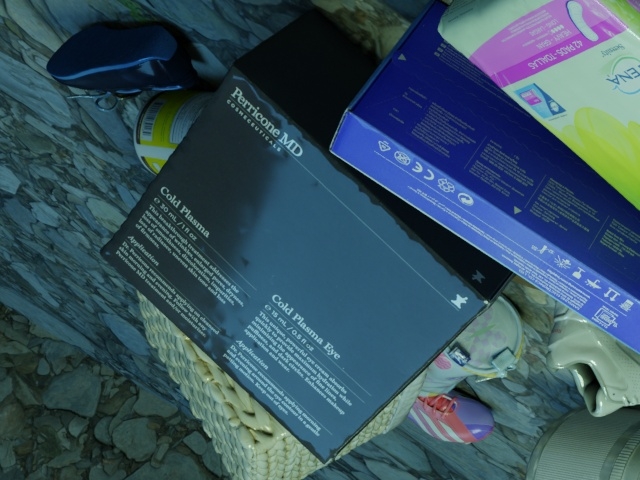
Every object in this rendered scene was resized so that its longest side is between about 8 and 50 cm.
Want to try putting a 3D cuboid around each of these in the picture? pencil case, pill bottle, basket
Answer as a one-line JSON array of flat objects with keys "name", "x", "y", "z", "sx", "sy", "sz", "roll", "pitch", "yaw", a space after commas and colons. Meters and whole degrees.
[{"name": "pencil case", "x": 0.172, "y": 0.138, "z": 1.966, "sx": 0.124, "sy": 0.113, "sz": 0.273, "roll": 40, "pitch": 161, "yaw": -5}, {"name": "pill bottle", "x": -0.131, "y": -0.126, "z": 1.837, "sx": 0.215, "sy": 0.117, "sz": 0.117, "roll": 12, "pitch": 150, "yaw": 50}, {"name": "basket", "x": -0.058, "y": 0.129, "z": 1.948, "sx": 0.328, "sy": 0.266, "sz": 0.331, "roll": 56, "pitch": 166, "yaw": 17}]

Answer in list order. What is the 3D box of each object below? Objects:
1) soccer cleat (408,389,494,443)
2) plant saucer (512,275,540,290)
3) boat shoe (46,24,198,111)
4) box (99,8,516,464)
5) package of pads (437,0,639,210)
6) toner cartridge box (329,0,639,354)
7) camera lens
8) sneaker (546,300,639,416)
[{"name": "soccer cleat", "x": 0.156, "y": 0.239, "z": 2.296, "sx": 0.248, "sy": 0.083, "sz": 0.095, "roll": 24, "pitch": 154, "yaw": 36}, {"name": "plant saucer", "x": 0.203, "y": -0.027, "z": 1.635, "sx": 0.278, "sy": 0.041, "sz": 0.278, "roll": 30, "pitch": 161, "yaw": 11}, {"name": "boat shoe", "x": -0.255, "y": -0.209, "z": 1.870, "sx": 0.258, "sy": 0.109, "sz": 0.089, "roll": 14, "pitch": 156, "yaw": 51}, {"name": "box", "x": 0.000, "y": 0.000, "z": 1.554, "sx": 0.343, "sy": 0.179, "sz": 0.312, "roll": 43, "pitch": 130, "yaw": 2}, {"name": "package of pads", "x": 0.266, "y": -0.132, "z": 1.179, "sx": 0.296, "sy": 0.101, "sz": 0.229, "roll": 39, "pitch": 162, "yaw": -12}, {"name": "toner cartridge box", "x": 0.199, "y": -0.059, "z": 1.352, "sx": 0.347, "sy": 0.165, "sz": 0.075, "roll": 34, "pitch": 149, "yaw": 5}, {"name": "camera lens", "x": 0.405, "y": 0.321, "z": 1.846, "sx": 0.219, "sy": 0.219, "sz": 0.274, "roll": 43, "pitch": 160, "yaw": -21}, {"name": "sneaker", "x": 0.350, "y": 0.159, "z": 1.689, "sx": 0.232, "sy": 0.115, "sz": 0.090, "roll": 28, "pitch": 163, "yaw": -8}]
